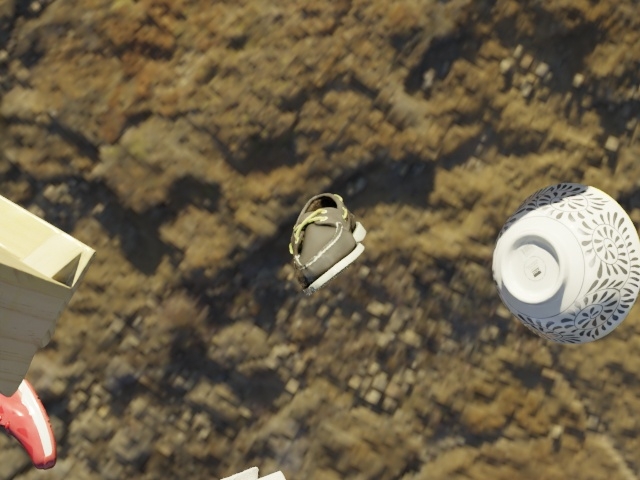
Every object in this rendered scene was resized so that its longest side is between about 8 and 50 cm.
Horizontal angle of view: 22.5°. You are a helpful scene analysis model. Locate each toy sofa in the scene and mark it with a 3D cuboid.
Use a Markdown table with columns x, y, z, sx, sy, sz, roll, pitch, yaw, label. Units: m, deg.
| x | y | z | sx | sy | sz | roll | pitch | yaw | label |
| --- | --- | --- | --- | --- | --- | --- | --- | --- | --- |
| -0.360 | 0.027 | 1.497 | 0.150 | 0.362 | 0.177 | 29 | 88 | 13 | toy sofa |

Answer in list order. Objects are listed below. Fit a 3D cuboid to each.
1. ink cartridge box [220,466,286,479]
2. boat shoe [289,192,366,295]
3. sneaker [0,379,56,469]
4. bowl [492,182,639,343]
| x | y | z | sx | sy | sz | roll | pitch | yaw | label |
| --- | --- | --- | --- | --- | --- | --- | --- | --- | --- |
| -0.076 | 0.338 | 1.836 | 0.090 | 0.092 | 0.143 | -38 | 73 | 36 | ink cartridge box |
| 0.000 | 0.000 | 1.747 | 0.081 | 0.228 | 0.068 | -35 | 97 | 9 | boat shoe |
| -0.442 | 0.221 | 2.118 | 0.221 | 0.128 | 0.087 | 60 | 157 | 18 | sneaker |
| 0.236 | 0.026 | 1.644 | 0.170 | 0.080 | 0.170 | 2 | 93 | 36 | bowl |
